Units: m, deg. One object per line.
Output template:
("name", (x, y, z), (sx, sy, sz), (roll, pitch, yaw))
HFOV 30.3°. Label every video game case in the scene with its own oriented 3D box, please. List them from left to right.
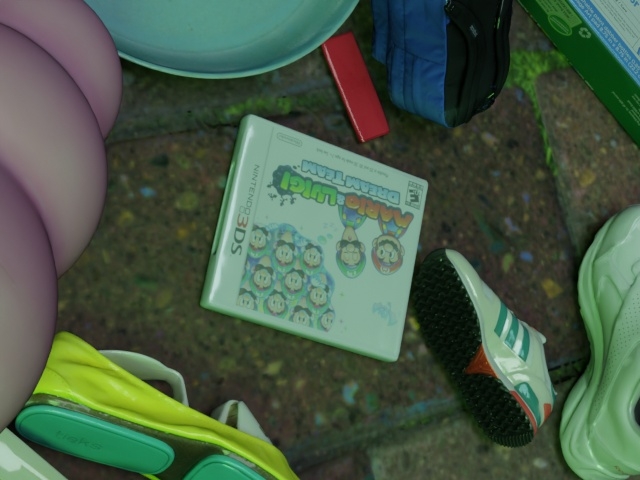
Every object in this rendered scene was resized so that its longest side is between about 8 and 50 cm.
("video game case", (0.000, 0.000, 0.856), (0.157, 0.019, 0.143), (19, 72, -25))

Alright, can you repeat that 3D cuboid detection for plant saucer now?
("plant saucer", (-0.102, -0.263, 0.837), (0.318, 0.044, 0.317), (6, 77, -28))

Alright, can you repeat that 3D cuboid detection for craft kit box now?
("craft kit box", (0.281, -0.252, 1.042), (0.250, 0.061, 0.246), (47, 65, -13))

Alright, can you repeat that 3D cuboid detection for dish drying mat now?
("dish drying mat", (0.026, -0.116, 0.900), (0.032, 0.008, 0.083), (-23, 91, -31))

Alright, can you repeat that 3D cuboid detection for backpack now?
("backpack", (0.092, -0.154, 0.891), (0.098, 0.101, 0.120), (-33, 132, -33))

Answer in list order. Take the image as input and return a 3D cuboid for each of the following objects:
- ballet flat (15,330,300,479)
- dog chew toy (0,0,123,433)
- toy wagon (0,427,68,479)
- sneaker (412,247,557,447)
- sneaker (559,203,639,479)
("ballet flat", (-0.085, 0.126, 0.759), (0.231, 0.077, 0.077), (30, 42, -19))
("dog chew toy", (-0.211, -0.030, 0.639), (0.206, 0.206, 0.332), (39, 45, -17))
("toy wagon", (-0.229, 0.277, 0.649), (0.267, 0.068, 0.344), (-1, 82, -29))
("sneaker", (0.130, 0.073, 0.901), (0.075, 0.057, 0.161), (-32, 95, -47))
("sneaker", (0.265, 0.078, 0.931), (0.090, 0.115, 0.232), (16, 73, -26))
